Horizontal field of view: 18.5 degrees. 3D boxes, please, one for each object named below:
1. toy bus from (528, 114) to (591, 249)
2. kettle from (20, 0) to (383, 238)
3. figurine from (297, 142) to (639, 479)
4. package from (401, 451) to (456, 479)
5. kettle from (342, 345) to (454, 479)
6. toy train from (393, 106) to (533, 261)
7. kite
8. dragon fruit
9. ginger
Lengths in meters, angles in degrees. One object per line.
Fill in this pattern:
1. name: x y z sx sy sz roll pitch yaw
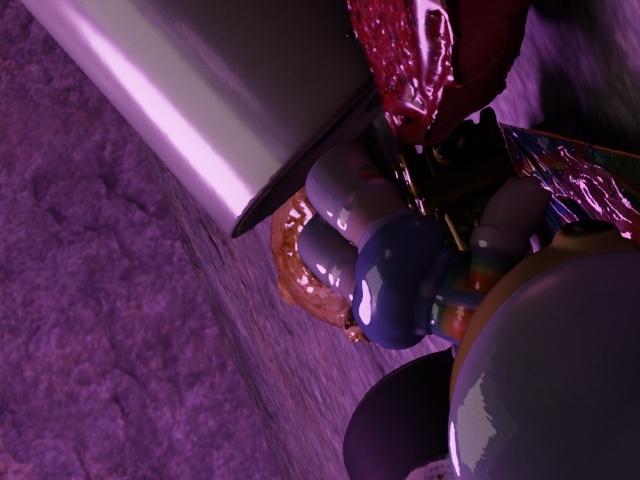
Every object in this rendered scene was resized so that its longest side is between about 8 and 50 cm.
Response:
1. toy bus: 0.176 -0.025 1.416 0.052 0.037 0.130 50 158 49
2. kettle: -0.077 -0.244 1.547 0.376 0.361 0.250 45 137 3
3. figurine: 0.111 0.080 1.270 0.382 0.205 0.224 21 119 46
4. package: 0.147 0.210 1.459 0.040 0.232 0.166 32 -131 -41
5. kettle: 0.150 0.273 1.641 0.308 0.203 0.262 -119 16 -48
6. toy train: 0.121 -0.004 1.481 0.225 0.090 0.137 60 -168 -66
7. kite: 0.195 -0.003 1.328 0.234 0.016 0.321 54 158 22
8. dragon fruit: 0.077 -0.206 1.333 0.163 0.189 0.261 -17 99 39
9. ginger: -0.012 -0.022 1.981 0.236 0.166 0.375 63 164 -11
